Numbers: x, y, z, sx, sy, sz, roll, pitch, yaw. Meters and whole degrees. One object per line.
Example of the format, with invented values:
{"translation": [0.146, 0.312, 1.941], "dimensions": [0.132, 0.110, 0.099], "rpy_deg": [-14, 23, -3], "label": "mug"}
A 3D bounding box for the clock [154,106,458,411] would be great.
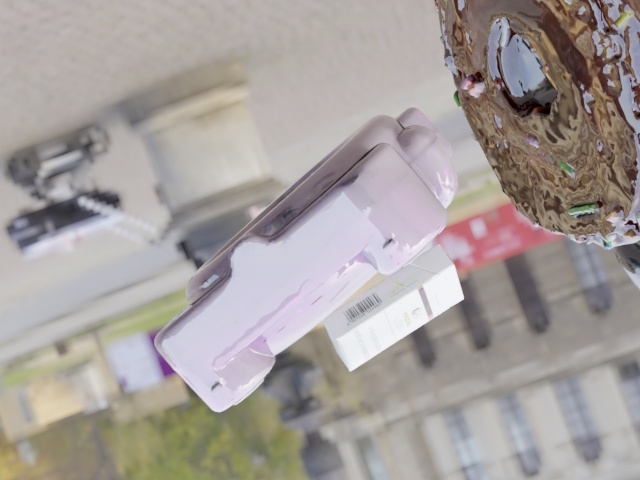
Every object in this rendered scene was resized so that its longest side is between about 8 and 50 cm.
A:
{"translation": [0.000, 0.000, 1.708], "dimensions": [0.295, 0.113, 0.322], "rpy_deg": [-40, -176, 21], "label": "clock"}

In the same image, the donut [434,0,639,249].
{"translation": [0.154, -0.111, 1.072], "dimensions": [0.089, 0.235, 0.235], "rpy_deg": [-27, -179, -20], "label": "donut"}

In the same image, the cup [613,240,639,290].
{"translation": [0.430, 0.030, 2.026], "dimensions": [0.169, 0.223, 0.176], "rpy_deg": [-28, 133, 6], "label": "cup"}

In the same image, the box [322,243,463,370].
{"translation": [0.081, 0.075, 2.005], "dimensions": [0.154, 0.040, 0.084], "rpy_deg": [-33, 147, -6], "label": "box"}
